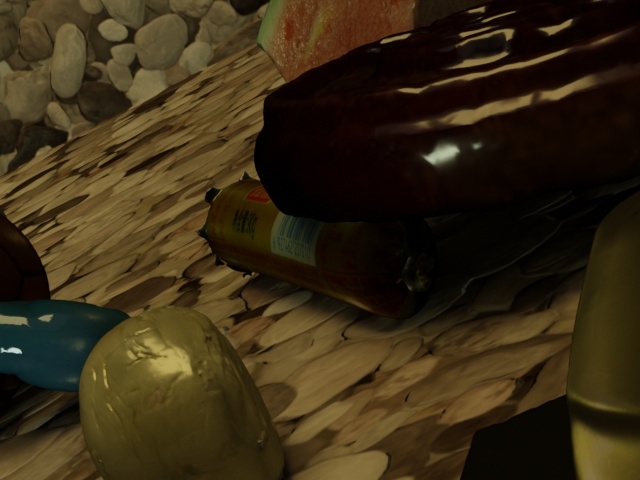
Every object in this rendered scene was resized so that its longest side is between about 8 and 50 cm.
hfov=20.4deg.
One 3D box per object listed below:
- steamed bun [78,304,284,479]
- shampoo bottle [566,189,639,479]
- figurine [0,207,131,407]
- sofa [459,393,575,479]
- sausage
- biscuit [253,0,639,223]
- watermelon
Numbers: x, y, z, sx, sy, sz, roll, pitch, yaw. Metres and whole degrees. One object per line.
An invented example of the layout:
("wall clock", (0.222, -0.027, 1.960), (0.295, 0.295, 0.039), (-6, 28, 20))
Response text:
("steamed bun", (-0.078, 0.092, 0.924), (0.091, 0.112, 0.130), (-28, 19, 0))
("shampoo bottle", (0.148, 0.064, 0.619), (0.125, 0.084, 0.350), (-16, 17, 16))
("figurine", (-0.302, 0.044, 1.376), (0.243, 0.298, 0.416), (3, 3, -24))
("sofa", (0.086, 0.105, 0.695), (0.060, 0.039, 0.118), (-23, 13, 19))
("sausage", (0.000, 0.000, 1.191), (0.082, 0.082, 0.371), (-32, 14, -14))
("biscuit", (0.152, -0.114, 1.112), (0.407, 0.091, 0.407), (-17, 12, 4))
("watermelon", (0.058, -0.186, 1.423), (0.283, 0.250, 0.292), (-28, 9, 27))
